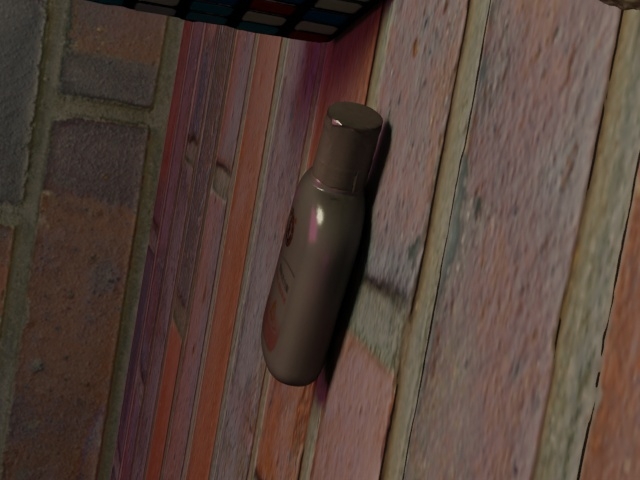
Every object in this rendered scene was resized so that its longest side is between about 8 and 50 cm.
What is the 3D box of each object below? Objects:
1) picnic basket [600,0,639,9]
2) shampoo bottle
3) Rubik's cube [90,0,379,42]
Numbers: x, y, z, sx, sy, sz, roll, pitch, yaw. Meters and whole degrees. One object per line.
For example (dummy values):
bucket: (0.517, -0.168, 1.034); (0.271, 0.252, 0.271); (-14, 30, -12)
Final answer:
picnic basket: (0.087, -0.093, 0.405); (0.083, 0.065, 0.083); (-49, 11, 54)
shampoo bottle: (0.000, 0.000, 0.808); (0.080, 0.040, 0.165); (-95, 17, -56)
Rubik's cube: (-0.050, -0.236, 0.878); (0.184, 0.182, 0.187); (-179, 97, -79)
